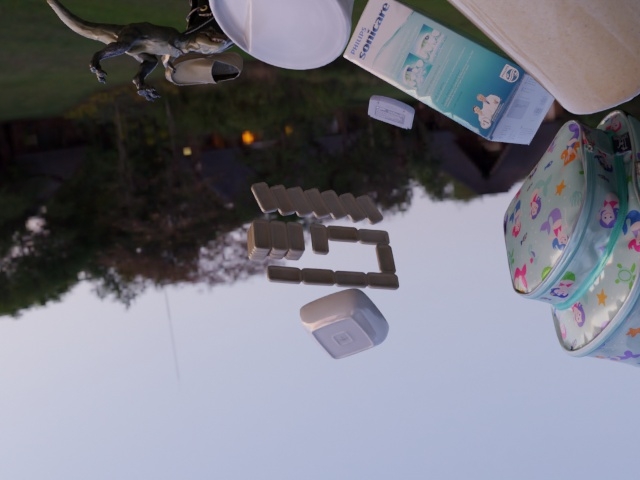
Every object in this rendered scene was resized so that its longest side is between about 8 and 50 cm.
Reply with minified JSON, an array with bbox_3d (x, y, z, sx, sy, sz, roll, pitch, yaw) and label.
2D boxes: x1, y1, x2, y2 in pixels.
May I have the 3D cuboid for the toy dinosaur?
[{"bbox_3d":[-0.273,-0.274,1.340,0.268,0.118,0.064,11,159,-4],"label":"toy dinosaur"}]

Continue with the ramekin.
[{"bbox_3d":[-0.061,-0.456,1.714,0.272,0.273,0.127,-1,-127,31],"label":"ramekin"}]

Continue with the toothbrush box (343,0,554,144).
[{"bbox_3d":[0.220,-0.282,1.533,0.295,0.126,0.216,34,-161,24],"label":"toothbrush box"}]

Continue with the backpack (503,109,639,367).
[{"bbox_3d":[0.320,0.004,1.018,0.191,0.225,0.254,9,-131,-15],"label":"backpack"}]

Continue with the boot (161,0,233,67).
[{"bbox_3d":[-0.258,-0.545,1.988,0.138,0.284,0.377,-16,-163,45],"label":"boot"}]

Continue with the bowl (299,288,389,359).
[{"bbox_3d":[0.042,0.163,1.709,0.142,0.142,0.053,-21,-143,23],"label":"bowl"}]

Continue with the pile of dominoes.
[{"bbox_3d":[0.000,0.000,1.590,0.251,0.196,0.040,5,146,-20],"label":"pile of dominoes"}]

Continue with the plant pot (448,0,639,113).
[{"bbox_3d":[0.306,-0.336,1.141,0.334,0.305,0.334,-40,-163,15],"label":"plant pot"}]

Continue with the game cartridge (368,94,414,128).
[{"bbox_3d":[0.127,-0.232,1.667,0.083,0.017,0.056,20,155,8],"label":"game cartridge"}]

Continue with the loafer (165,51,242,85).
[{"bbox_3d":[-0.214,-0.319,1.725,0.148,0.056,0.050,-13,-145,-10],"label":"loafer"}]
